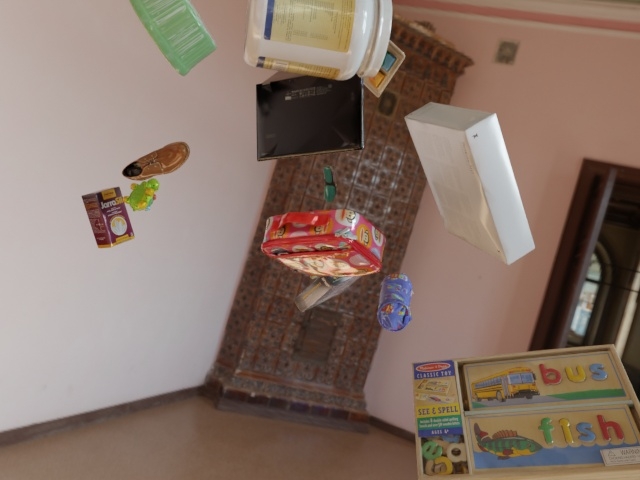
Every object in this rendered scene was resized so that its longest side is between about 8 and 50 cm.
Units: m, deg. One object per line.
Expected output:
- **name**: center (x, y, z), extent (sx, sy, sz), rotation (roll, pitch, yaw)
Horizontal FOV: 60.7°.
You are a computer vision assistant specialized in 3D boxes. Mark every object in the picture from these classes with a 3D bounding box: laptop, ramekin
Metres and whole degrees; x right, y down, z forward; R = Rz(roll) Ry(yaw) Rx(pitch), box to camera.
- **laptop**: center (0.003, -0.467, 1.846), extent (0.381, 0.409, 0.236), rotation (-2, -4, 26)
- **ramekin**: center (-0.456, -0.687, 1.709), extent (0.304, 0.148, 0.303), rotation (59, 3, -5)

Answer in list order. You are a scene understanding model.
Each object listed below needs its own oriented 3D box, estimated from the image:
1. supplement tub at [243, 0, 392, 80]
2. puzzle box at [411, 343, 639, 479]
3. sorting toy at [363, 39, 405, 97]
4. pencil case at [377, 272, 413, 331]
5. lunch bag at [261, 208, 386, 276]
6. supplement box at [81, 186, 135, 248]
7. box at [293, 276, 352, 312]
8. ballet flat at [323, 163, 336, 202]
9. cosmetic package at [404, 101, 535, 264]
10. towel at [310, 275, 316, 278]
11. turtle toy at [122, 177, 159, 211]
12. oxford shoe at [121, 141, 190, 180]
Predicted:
- **supplement tub**: center (-0.012, -0.502, 1.275), extent (0.315, 0.229, 0.228), rotation (6, 2, -12)
- **puzzle box**: center (0.383, 0.331, 1.038), extent (0.408, 0.052, 0.272), rotation (-9, 35, 12)
- **sorting toy**: center (0.199, -0.676, 2.060), extent (0.193, 0.208, 0.038), rotation (48, 45, 13)
- **pencil case**: center (0.285, 0.226, 2.056), extent (0.133, 0.120, 0.306), rotation (10, 19, 7)
- **lunch bag**: center (0.000, 0.000, 1.420), extent (0.292, 0.120, 0.258), rotation (-5, -28, 34)
- **supplement box**: center (-0.719, -0.079, 1.856), extent (0.080, 0.188, 0.104), rotation (-3, 16, 34)
- **box**: center (0.041, 0.152, 1.899), extent (0.231, 0.183, 0.056), rotation (-18, 70, -50)
- **ballet flat**: center (0.031, -0.165, 1.556), extent (0.041, 0.115, 0.041), rotation (-3, 31, 2)
- **cosmetic package**: center (0.377, -0.152, 1.396), extent (0.378, 0.097, 0.284), rotation (63, -7, -26)
- **towel**: center (0.002, 0.080, 2.210), extent (0.027, 0.148, 0.110), rotation (27, 33, 33)
- **turtle toy**: center (-0.569, -0.147, 1.768), extent (0.095, 0.130, 0.066), rotation (18, -17, 26)
- **oxford shoe**: center (-0.467, -0.219, 1.548), extent (0.212, 0.076, 0.076), rotation (-23, 2, 15)
